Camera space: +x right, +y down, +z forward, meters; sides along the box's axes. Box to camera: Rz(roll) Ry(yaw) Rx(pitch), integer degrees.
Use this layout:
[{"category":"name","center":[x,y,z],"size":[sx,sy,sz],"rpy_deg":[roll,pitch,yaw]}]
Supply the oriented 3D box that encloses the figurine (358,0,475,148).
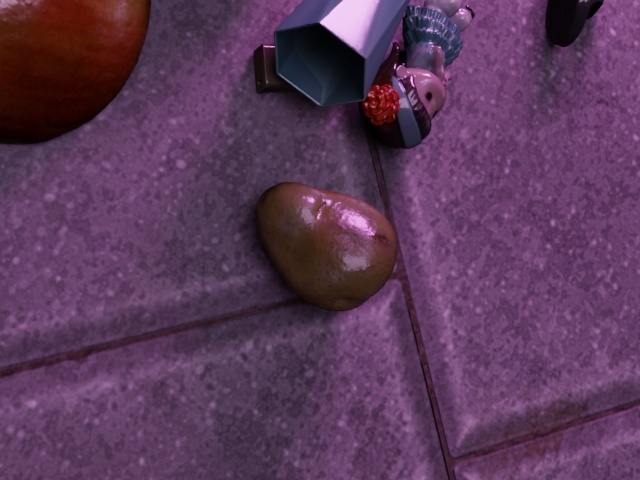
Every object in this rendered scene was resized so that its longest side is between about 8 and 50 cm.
[{"category":"figurine","center":[0.131,-0.245,1.588],"size":[0.138,0.110,0.245],"rpy_deg":[47,61,-46]}]

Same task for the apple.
[{"category":"apple","center":[-0.371,-0.256,1.406],"size":[0.346,0.254,0.179],"rpy_deg":[-2,43,-21]}]

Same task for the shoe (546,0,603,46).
[{"category":"shoe","center":[0.411,-0.408,1.716],"size":[0.093,0.108,0.241],"rpy_deg":[11,77,-15]}]

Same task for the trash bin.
[{"category":"trash bin","center":[-0.042,-0.236,1.568],"size":[0.092,0.043,0.060],"rpy_deg":[-2,84,-24]}]

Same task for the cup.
[{"category":"cup","center":[0.041,-0.310,1.536],"size":[0.148,0.134,0.235],"rpy_deg":[36,55,-13]}]

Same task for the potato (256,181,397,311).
[{"category":"potato","center":[0.000,0.000,1.499],"size":[0.194,0.157,0.157],"rpy_deg":[37,73,-9]}]
